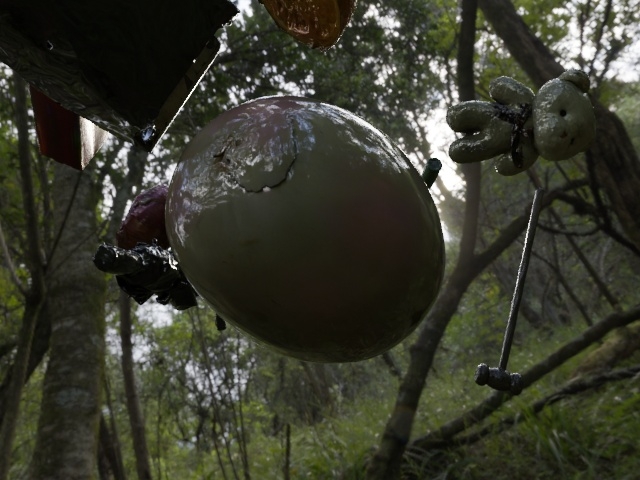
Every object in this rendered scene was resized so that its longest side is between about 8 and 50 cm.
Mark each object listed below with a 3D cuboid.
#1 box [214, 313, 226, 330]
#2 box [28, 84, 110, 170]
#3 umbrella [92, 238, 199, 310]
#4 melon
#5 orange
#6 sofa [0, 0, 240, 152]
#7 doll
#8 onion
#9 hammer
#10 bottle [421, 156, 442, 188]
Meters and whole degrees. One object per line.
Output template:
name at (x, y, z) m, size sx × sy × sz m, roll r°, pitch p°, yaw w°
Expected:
box at (-0.225, 0.120, 1.127) m, size 0.026 × 0.126 × 0.125 m, roll -6°, pitch -30°, yaw -11°
box at (-0.399, -0.307, 0.941) m, size 0.089 × 0.313 × 0.197 m, roll 23°, pitch -37°, yaw -8°
umbrella at (-0.262, 0.049, 0.826) m, size 0.118 × 0.118 × 0.340 m, roll -24°, pitch -11°, yaw -1°
melon at (0.000, 0.000, 0.486) m, size 0.223 × 0.223 × 0.317 m, roll -31°, pitch -34°, yaw 12°
orange at (-0.056, -0.546, 0.988) m, size 0.310 × 0.274 × 0.274 m, roll 19°, pitch -48°, yaw -33°
sofa at (-0.254, -0.253, 0.597) m, size 0.258 × 0.182 × 0.200 m, roll 36°, pitch -99°, yaw -29°
doll at (0.382, -0.218, 1.008) m, size 0.278 × 0.149 × 0.175 m, roll -5°, pitch -54°, yaw 28°
onion at (-0.441, -0.036, 1.402) m, size 0.230 × 0.163 × 0.230 m, roll 25°, pitch -90°, yaw -86°
hammer at (0.272, 0.060, 0.707) m, size 0.058 × 0.292 × 0.029 m, roll 15°, pitch -14°, yaw 10°
bottle at (0.205, -0.122, 0.969) m, size 0.030 × 0.030 × 0.083 m, roll -19°, pitch -21°, yaw -11°
